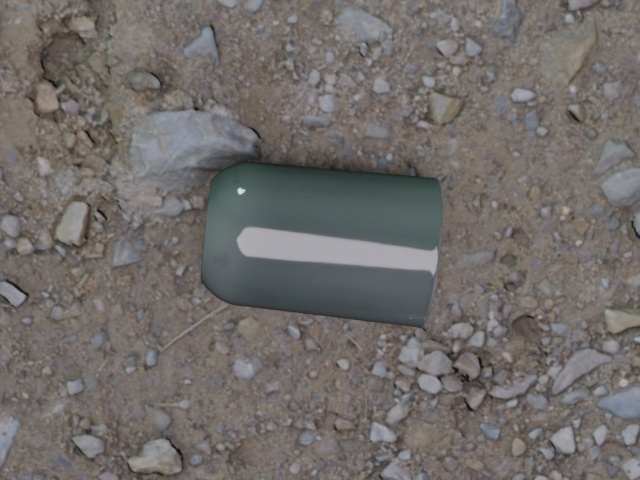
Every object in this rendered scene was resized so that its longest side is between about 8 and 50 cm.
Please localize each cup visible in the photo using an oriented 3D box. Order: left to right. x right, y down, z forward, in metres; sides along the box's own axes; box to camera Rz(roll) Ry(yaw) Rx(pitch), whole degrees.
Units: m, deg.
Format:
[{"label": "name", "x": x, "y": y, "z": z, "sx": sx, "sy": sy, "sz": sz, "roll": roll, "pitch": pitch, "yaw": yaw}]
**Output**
[{"label": "cup", "x": 0.000, "y": 0.000, "z": 1.748, "sx": 0.312, "sy": 0.205, "sz": 0.205, "roll": 7, "pitch": 104, "yaw": -5}]
